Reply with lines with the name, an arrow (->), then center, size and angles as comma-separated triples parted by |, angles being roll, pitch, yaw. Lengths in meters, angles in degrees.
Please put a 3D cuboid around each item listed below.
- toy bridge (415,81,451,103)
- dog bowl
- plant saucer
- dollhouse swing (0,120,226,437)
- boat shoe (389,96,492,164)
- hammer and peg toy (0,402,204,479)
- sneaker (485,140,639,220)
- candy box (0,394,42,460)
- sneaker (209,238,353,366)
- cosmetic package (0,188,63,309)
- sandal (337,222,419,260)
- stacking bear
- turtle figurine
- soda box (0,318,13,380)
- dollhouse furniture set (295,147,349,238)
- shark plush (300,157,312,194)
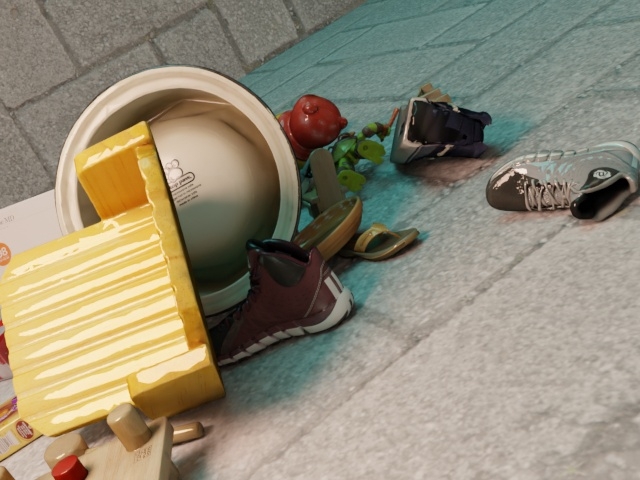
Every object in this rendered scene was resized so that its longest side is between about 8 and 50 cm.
toy bridge -> 0.259, -0.342, 1.959 | 0.063, 0.026, 0.188 | -28, 20, 3
dog bowl -> -0.221, -0.078, 1.369 | 0.407, 0.408, 0.150 | -25, 0, 9
plant saucer -> 0.000, 0.000, 1.418 | 0.200, 0.037, 0.200 | -39, 13, 10
dollhouse swing -> -0.325, 0.079, 1.134 | 0.304, 0.347, 0.315 | -15, -19, -7
boat shoe -> 0.227, -0.198, 1.575 | 0.158, 0.127, 0.340 | 11, 5, -1
hammer and peg toy -> -0.291, 0.306, 0.993 | 0.265, 0.127, 0.361 | -27, 21, 5
sneaker -> 0.335, -0.070, 1.151 | 0.228, 0.086, 0.132 | -16, 26, 28
candy box -> -0.484, 0.289, 1.385 | 0.186, 0.053, 0.109 | -33, 21, -9
sneaker -> -0.103, 0.079, 1.236 | 0.281, 0.163, 0.106 | -22, 22, 16
cosmetic package -> -0.454, 0.038, 1.562 | 0.377, 0.285, 0.097 | -17, 0, 20
sandal -> 0.084, -0.004, 1.357 | 0.180, 0.049, 0.072 | -1, 34, 51
stacking bear -> -0.062, -0.215, 1.771 | 0.289, 0.175, 0.164 | -33, 40, 48
turtle figurine -> 0.069, -0.183, 1.675 | 0.269, 0.087, 0.217 | -41, 16, 3
soda box -> -0.622, 0.182, 1.751 | 0.083, 0.092, 0.263 | -18, 23, 30
dollhouse furniture set -> -0.150, -0.110, 1.641 | 0.303, 0.174, 0.355 | -19, 19, -16
shark plush -> -0.062, -0.118, 1.717 | 0.073, 0.067, 0.161 | -51, 4, -37
